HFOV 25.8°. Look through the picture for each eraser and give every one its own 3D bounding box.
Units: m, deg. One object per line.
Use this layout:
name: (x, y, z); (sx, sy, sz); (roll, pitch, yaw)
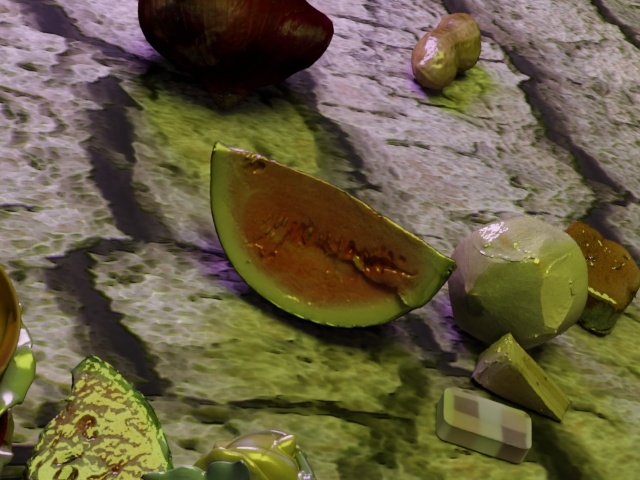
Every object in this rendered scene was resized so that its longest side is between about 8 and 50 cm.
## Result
eraser: (0.181, 0.205, 1.551); (0.105, 0.026, 0.065); (19, 33, -6)

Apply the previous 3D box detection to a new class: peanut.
peanut: (0.194, -0.288, 2.147); (0.089, 0.089, 0.193); (32, 41, 11)

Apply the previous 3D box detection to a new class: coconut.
coconut: (0.231, 0.053, 1.664); (0.161, 0.161, 0.162); (39, 38, 21)

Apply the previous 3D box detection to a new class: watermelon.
watermelon: (-0.217, 0.205, 1.298); (0.139, 0.071, 0.187); (-13, 57, -31)
watermelon: (-0.013, 0.024, 1.595); (0.303, 0.159, 0.128); (28, 65, 6)

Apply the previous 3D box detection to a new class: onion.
onion: (-0.122, -0.272, 1.891); (0.272, 0.195, 0.272); (15, 0, 0)

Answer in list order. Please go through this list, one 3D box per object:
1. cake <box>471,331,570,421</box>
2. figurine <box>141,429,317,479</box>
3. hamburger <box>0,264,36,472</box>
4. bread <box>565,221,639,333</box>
cake: (0.242, 0.163, 1.617); (0.121, 0.065, 0.052); (29, 38, -5)
figurine: (-0.070, 0.240, 1.244); (0.128, 0.208, 0.184); (-9, 51, 16)
hamburger: (-0.383, 0.125, 1.176); (0.274, 0.212, 0.274); (14, 39, -12)
bread: (0.348, 0.049, 1.808); (0.128, 0.069, 0.140); (31, 37, 8)
